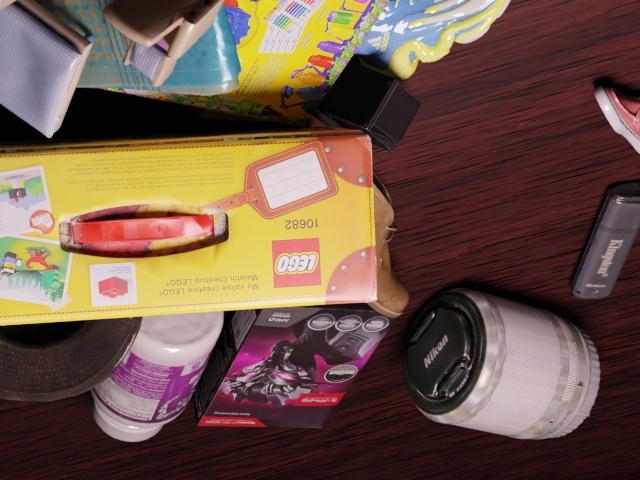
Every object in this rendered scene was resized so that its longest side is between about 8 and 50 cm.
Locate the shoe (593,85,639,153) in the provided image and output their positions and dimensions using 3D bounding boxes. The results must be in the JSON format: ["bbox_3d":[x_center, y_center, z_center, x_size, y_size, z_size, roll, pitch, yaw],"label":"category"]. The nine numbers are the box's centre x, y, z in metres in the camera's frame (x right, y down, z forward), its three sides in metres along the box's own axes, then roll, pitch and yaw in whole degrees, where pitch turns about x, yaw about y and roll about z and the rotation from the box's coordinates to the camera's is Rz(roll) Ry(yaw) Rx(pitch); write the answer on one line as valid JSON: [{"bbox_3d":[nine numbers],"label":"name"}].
[{"bbox_3d":[0.446,-0.181,1.959,0.081,0.063,0.178,-30,147,21],"label":"shoe"}]

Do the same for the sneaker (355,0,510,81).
[{"bbox_3d":[0.120,-0.278,1.698,0.126,0.091,0.240,22,134,-38],"label":"sneaker"}]

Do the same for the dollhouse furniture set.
[{"bbox_3d":[-0.300,-0.174,1.350,0.286,0.198,0.303,38,134,4],"label":"dollhouse furniture set"}]

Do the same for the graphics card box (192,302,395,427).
[{"bbox_3d":[-0.048,0.177,2.281,0.233,0.094,0.371,5,141,-22],"label":"graphics card box"}]

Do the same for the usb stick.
[{"bbox_3d":[0.457,0.004,2.231,0.077,0.045,0.278,-6,145,-10],"label":"usb stick"}]

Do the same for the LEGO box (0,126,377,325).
[{"bbox_3d":[-0.212,-0.028,1.678,0.500,0.193,0.372,-3,-174,-8],"label":"LEGO box"}]

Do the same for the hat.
[{"bbox_3d":[-0.387,0.046,1.914,0.331,0.331,0.134,-6,-174,-9],"label":"hat"}]

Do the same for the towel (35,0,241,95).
[{"bbox_3d":[-0.226,-0.315,1.366,0.271,0.040,0.370,6,124,28],"label":"towel"}]

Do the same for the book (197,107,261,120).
[{"bbox_3d":[-0.088,-0.210,1.786,0.096,0.035,0.144,3,141,-27],"label":"book"}]

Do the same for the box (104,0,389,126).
[{"bbox_3d":[-0.092,-0.298,1.531,0.279,0.177,0.290,9,141,-27],"label":"box"}]

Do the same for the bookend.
[{"bbox_3d":[0.068,-0.159,1.785,0.157,0.156,0.072,33,86,-46],"label":"bookend"}]

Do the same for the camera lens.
[{"bbox_3d":[0.291,0.205,2.311,0.274,0.219,0.219,15,137,-34],"label":"camera lens"}]

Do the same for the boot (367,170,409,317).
[{"bbox_3d":[0.074,0.000,2.045,0.115,0.112,0.305,-31,131,7],"label":"boot"}]

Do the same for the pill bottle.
[{"bbox_3d":[-0.261,0.181,2.154,0.169,0.169,0.301,3,143,-20],"label":"pill bottle"}]
